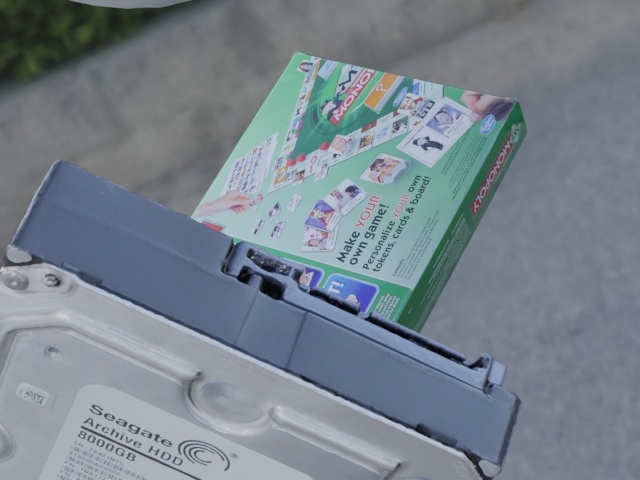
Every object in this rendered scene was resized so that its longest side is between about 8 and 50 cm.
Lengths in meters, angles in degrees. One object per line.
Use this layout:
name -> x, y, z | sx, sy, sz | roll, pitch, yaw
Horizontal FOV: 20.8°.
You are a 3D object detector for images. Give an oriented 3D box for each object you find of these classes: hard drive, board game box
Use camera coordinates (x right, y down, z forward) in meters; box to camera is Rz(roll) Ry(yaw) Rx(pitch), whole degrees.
hard drive -> -0.071, 0.121, 0.874 | 0.339, 0.237, 0.064 | 122, 171, -51
board game box -> 0.000, 0.000, 1.363 | 0.213, 0.046, 0.317 | 16, 62, 30

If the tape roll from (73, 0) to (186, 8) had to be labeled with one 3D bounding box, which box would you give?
tape roll -> -0.101, -0.276, 0.954 | 0.286, 0.286, 0.100 | -30, 7, -17
